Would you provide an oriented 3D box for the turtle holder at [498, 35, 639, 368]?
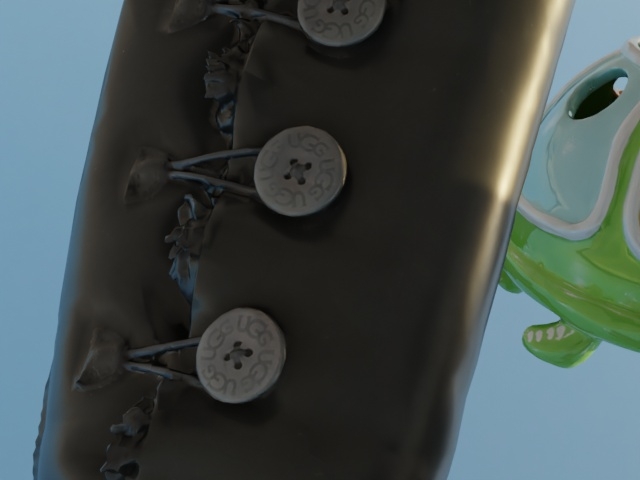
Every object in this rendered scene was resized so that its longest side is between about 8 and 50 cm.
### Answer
[{"bbox_3d":[0.260,-0.019,1.301,0.243,0.227,0.320,16,-160,6],"label":"turtle holder"}]

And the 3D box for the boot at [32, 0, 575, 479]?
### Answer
[{"bbox_3d":[0.054,0.050,0.733,0.367,0.146,0.445,9,-114,13],"label":"boot"}]
